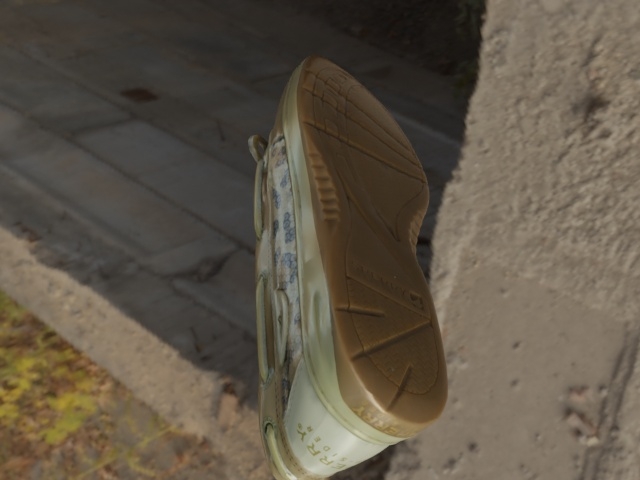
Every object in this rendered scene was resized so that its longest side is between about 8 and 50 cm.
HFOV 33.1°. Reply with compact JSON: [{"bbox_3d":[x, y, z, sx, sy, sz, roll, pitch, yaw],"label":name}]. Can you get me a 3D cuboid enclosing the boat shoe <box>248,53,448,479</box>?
[{"bbox_3d":[0.000,0.000,0.602,0.105,0.285,0.089,33,124,-26],"label":"boat shoe"}]
